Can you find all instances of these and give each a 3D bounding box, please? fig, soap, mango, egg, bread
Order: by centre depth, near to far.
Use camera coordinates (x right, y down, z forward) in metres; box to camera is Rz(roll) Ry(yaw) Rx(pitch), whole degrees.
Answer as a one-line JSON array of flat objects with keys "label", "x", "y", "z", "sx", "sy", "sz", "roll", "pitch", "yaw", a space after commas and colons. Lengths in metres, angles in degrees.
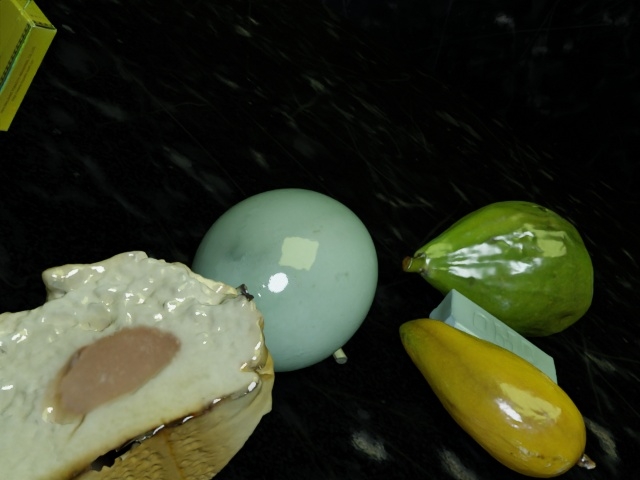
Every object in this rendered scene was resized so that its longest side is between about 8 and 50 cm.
[{"label": "bread", "x": -0.157, "y": 0.102, "z": 0.770, "sx": 0.224, "sy": 0.211, "sz": 0.183, "roll": 15, "pitch": 38, "yaw": -51}, {"label": "egg", "x": -0.039, "y": 0.042, "z": 1.055, "sx": 0.203, "sy": 0.203, "sz": 0.283, "roll": 40, "pitch": 27, "yaw": 7}, {"label": "mango", "x": 0.236, "y": 0.208, "z": 1.256, "sx": 0.317, "sy": 0.119, "sz": 0.176, "roll": 39, "pitch": 26, "yaw": 27}, {"label": "soap", "x": 0.262, "y": 0.170, "z": 1.412, "sx": 0.198, "sy": 0.066, "sz": 0.119, "roll": 34, "pitch": 21, "yaw": -5}, {"label": "fig", "x": 0.302, "y": 0.028, "z": 1.521, "sx": 0.314, "sy": 0.233, "sz": 0.233, "roll": 35, "pitch": 20, "yaw": -35}]

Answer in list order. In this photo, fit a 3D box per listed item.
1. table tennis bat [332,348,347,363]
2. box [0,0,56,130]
[{"label": "table tennis bat", "x": -0.004, "y": 0.104, "z": 1.231, "sx": 0.087, "sy": 0.013, "sz": 0.156, "roll": 17, "pitch": 29, "yaw": -40}, {"label": "box", "x": -0.444, "y": -0.285, "z": 1.165, "sx": 0.279, "sy": 0.153, "sz": 0.041, "roll": 48, "pitch": 25, "yaw": 24}]
